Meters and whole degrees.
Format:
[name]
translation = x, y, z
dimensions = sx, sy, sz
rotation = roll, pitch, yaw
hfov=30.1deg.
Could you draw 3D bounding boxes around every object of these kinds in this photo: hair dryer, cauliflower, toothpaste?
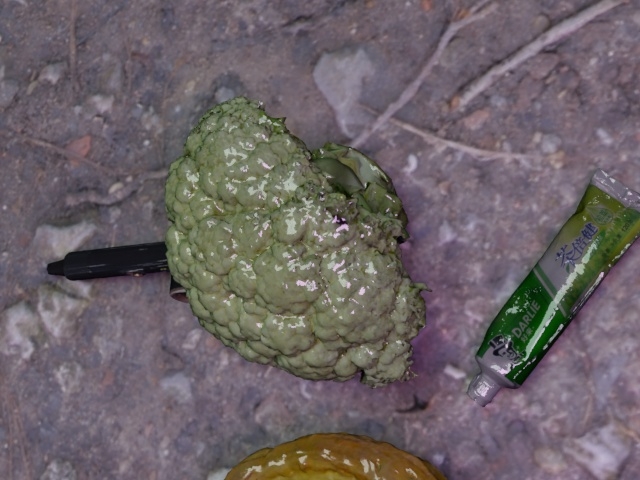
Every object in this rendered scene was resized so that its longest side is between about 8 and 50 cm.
[hair dryer]
translation = -0.201, 0.005, 1.301
dimensions = 0.255, 0.070, 0.128
rotation = -4, 73, 28
[cauliflower]
translation = 0.000, 0.000, 1.128
dimensions = 0.272, 0.275, 0.250
rotation = 20, 44, 27
[toothpaste]
translation = 0.217, 0.050, 1.108
dimensions = 0.078, 0.047, 0.248
rotation = 37, 90, 26

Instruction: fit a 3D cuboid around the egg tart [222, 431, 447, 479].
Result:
[egg tart]
translation = 0.019, 0.311, 1.079
dimensions = 0.294, 0.123, 0.294
rotation = -5, 77, 23
